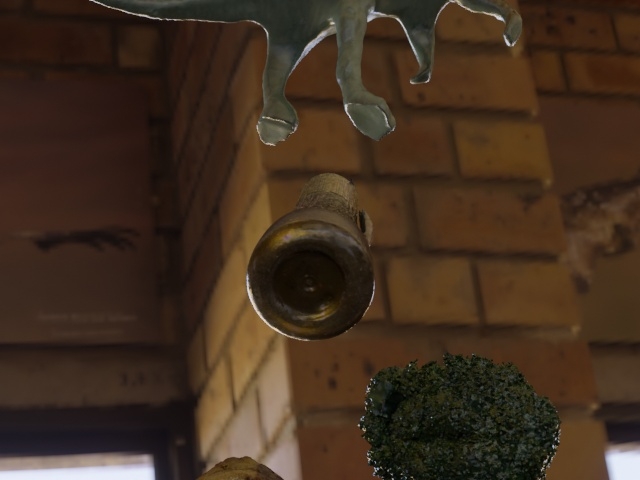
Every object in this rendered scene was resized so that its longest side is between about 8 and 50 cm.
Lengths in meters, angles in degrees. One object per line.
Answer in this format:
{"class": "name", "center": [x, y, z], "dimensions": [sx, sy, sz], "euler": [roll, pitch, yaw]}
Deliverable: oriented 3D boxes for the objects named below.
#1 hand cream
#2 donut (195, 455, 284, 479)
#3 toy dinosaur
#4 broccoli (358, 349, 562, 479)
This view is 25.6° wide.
{"class": "hand cream", "center": [0.000, 0.000, 0.997], "dimensions": [0.084, 0.084, 0.203], "euler": [-10, 16, 7]}
{"class": "donut", "center": [-0.074, 0.276, 1.338], "dimensions": [0.140, 0.140, 0.059], "euler": [-7, -8, 0]}
{"class": "toy dinosaur", "center": [-0.012, -0.155, 0.963], "dimensions": [0.393, 0.205, 0.092], "euler": [7, -28, 0]}
{"class": "broccoli", "center": [0.129, 0.192, 1.309], "dimensions": [0.195, 0.195, 0.156], "euler": [-1, 4, -11]}
